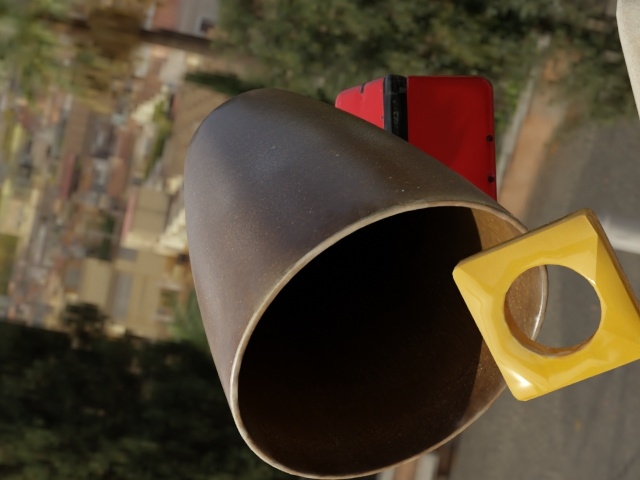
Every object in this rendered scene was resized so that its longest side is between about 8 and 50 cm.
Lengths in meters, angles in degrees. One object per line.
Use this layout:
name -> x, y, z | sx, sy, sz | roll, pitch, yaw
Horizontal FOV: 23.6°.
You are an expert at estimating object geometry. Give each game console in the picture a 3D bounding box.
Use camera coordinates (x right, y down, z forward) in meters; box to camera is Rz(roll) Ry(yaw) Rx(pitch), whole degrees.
game console -> 0.080, -0.066, 1.326 | 0.124, 0.085, 0.144 | -11, 77, 54

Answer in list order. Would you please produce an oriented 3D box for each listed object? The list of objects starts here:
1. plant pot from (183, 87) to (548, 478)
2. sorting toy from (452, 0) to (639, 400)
plant pot -> 0.000, 0.000, 1.013 | 0.230, 0.215, 0.215 | 55, 135, 46
sorting toy -> 0.218, -0.025, 0.568 | 0.047, 0.348, 0.196 | -44, -59, -65
